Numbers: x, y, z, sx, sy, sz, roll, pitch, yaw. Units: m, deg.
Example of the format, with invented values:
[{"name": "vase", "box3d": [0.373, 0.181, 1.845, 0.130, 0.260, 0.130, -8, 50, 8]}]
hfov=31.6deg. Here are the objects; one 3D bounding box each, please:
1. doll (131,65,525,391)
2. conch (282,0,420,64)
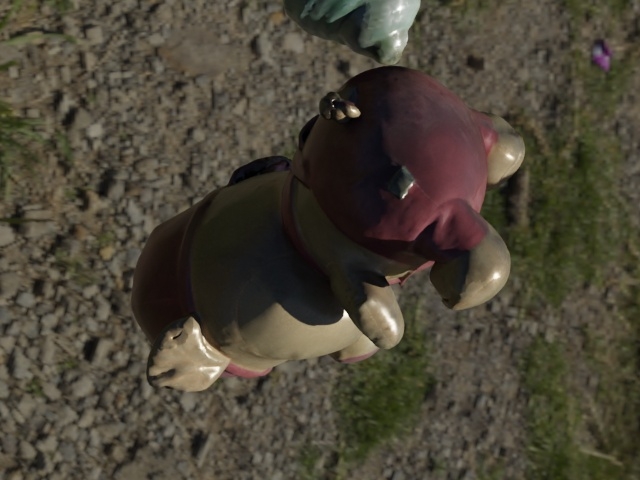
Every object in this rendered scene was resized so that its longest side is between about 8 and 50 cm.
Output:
[{"name": "doll", "box3d": [0.002, 0.003, 0.715, 0.196, 0.255, 0.152, -16, 78, -60]}, {"name": "conch", "box3d": [0.008, -0.254, 0.778, 0.220, 0.195, 0.277, -12, 88, -4]}]
